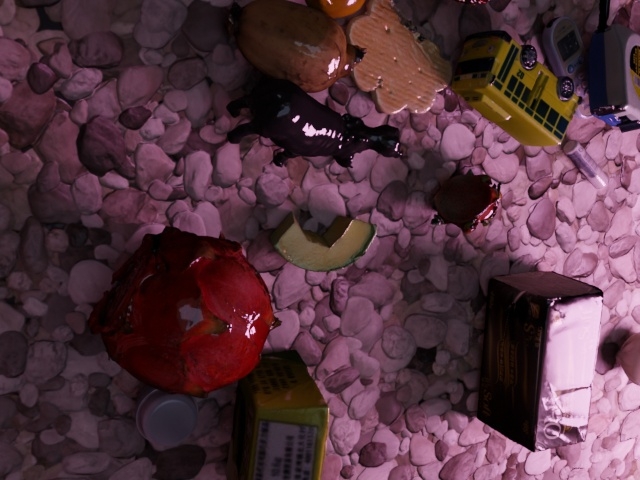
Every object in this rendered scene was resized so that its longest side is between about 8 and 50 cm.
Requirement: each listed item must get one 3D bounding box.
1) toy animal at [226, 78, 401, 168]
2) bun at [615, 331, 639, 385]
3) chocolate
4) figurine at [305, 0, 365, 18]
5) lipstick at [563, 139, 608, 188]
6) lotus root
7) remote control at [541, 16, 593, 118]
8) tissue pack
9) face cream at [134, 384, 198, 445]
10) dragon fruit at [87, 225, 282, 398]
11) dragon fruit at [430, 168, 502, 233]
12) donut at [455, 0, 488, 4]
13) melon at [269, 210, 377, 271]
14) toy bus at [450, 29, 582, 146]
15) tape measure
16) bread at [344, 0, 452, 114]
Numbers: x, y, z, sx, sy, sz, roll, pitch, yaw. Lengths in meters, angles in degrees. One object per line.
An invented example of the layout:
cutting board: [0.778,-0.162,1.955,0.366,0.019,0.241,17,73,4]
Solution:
toy animal: [-0.013,-0.200,1.395,0.343,0.168,0.106,11,64,-43]
bun: [0.800,0.301,1.927,0.138,0.094,0.138,7,81,-58]
chocolate: [-0.090,0.389,1.439,0.137,0.289,0.301,4,101,-14]
figurine: [0.039,-0.525,1.347,0.215,0.215,0.228,-24,94,-18]
lipstick: [0.614,-0.177,1.753,0.141,0.040,0.040,40,85,-27]
lotus root: [-0.048,-0.343,1.355,0.257,0.154,0.140,19,71,-10]
remote control: [0.554,-0.379,1.673,0.087,0.047,0.244,-38,116,-14]
tissue pack: [0.497,0.271,1.721,0.198,0.210,0.370,-5,103,-29]
face cream: [-0.291,0.321,1.426,0.117,0.104,0.117,-5,104,-22]
dragon fruit: [-0.233,0.124,1.312,0.301,0.295,0.295,30,89,-42]
dragon fruit: [0.324,-0.076,1.603,0.175,0.142,0.138,13,62,-46]
donut: [0.278,-0.571,1.474,0.216,0.096,0.230,-34,114,-11]
melon: [0.000,0.000,1.506,0.209,0.064,0.118,10,99,-24]
toy bus: [0.399,-0.308,1.563,0.262,0.128,0.150,29,83,-30]
tape measure: [0.657,-0.420,1.670,0.215,0.098,0.351,13,76,-45]
bread: [0.143,-0.352,1.497,0.251,0.039,0.182,39,87,-28]
